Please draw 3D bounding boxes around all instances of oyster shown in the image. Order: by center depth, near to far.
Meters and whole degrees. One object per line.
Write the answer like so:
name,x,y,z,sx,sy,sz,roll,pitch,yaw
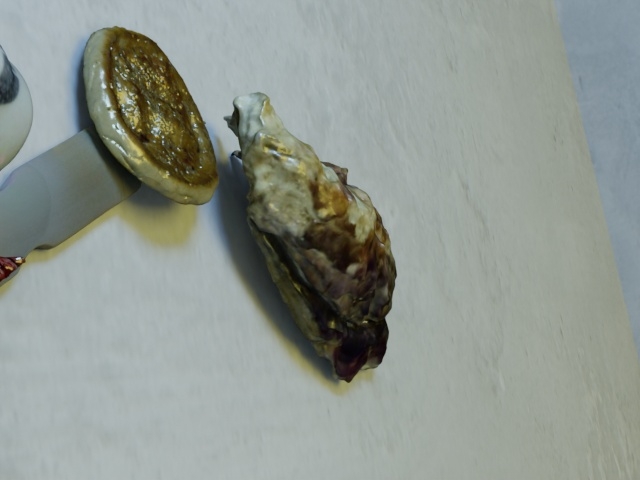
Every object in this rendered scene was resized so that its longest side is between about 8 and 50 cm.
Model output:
oyster,0.010,-0.003,1.024,0.271,0.100,0.275,-20,89,-77

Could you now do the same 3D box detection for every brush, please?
brush,-0.195,-0.010,0.705,0.060,0.050,0.321,63,28,-12

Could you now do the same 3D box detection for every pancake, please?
pancake,-0.128,-0.097,0.868,0.158,0.028,0.158,47,26,-32

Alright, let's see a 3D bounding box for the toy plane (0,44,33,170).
toy plane,-0.248,-0.074,0.540,0.252,0.118,0.252,34,38,-31
